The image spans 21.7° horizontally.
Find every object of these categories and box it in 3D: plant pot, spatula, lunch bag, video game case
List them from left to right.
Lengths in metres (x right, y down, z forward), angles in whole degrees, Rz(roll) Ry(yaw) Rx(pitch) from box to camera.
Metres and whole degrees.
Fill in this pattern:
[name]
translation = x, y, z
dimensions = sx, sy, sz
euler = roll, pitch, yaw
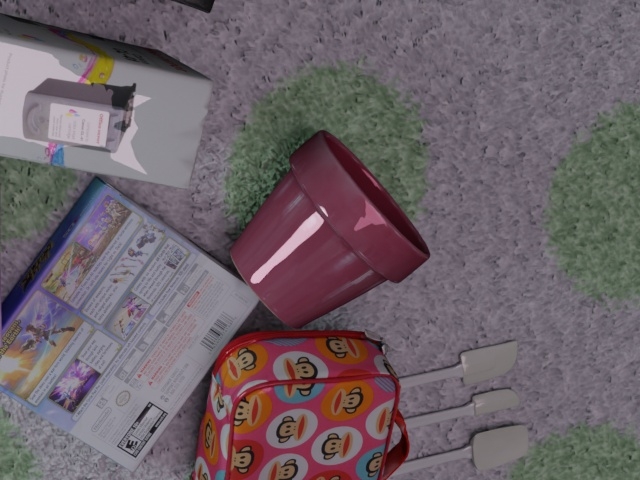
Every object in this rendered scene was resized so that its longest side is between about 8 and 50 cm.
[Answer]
[video game case]
translation = -0.243, 0.101, 1.975
dimensions = 0.244, 0.061, 0.269
euler = 37, 89, -26
[lunch bag]
translation = -0.013, 0.245, 2.032
dimensions = 0.258, 0.120, 0.293
euler = -1, 126, -20
[plant pot]
translation = 0.000, 0.000, 1.985
dimensions = 0.180, 0.201, 0.201
euler = -41, 116, 10
[spatula]
translation = 0.159, 0.235, 2.194
dimensions = 0.242, 0.019, 0.168
euler = -12, 109, -18

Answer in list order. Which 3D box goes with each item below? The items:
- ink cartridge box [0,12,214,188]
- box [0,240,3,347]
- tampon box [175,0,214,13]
[ink cartridge box]
translation = -0.298, -0.162, 1.794
dimensions = 0.306, 0.226, 0.131
euler = 9, 102, -25
[box]
translation = -0.475, 0.008, 1.821
dimensions = 0.243, 0.117, 0.213
euler = -3, 104, -17
[tampon box]
translation = -0.155, -0.348, 1.857
dimensions = 0.101, 0.120, 0.161
euler = 19, 97, -25
